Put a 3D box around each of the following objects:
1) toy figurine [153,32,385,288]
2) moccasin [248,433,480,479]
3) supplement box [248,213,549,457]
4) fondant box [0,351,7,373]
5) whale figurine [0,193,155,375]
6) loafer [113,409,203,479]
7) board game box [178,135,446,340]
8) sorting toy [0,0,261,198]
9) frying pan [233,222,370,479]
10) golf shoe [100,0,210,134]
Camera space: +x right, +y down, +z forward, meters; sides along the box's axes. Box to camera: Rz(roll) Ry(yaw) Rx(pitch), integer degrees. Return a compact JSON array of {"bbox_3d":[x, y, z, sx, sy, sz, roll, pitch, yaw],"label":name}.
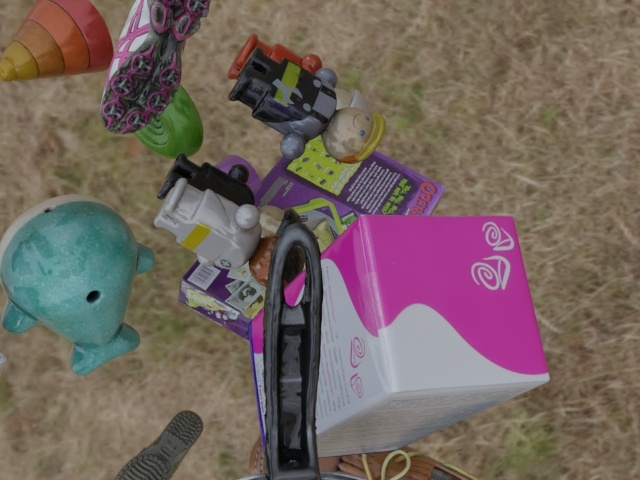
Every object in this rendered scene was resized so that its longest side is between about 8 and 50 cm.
[{"bbox_3d":[-0.043,-0.068,0.938,0.213,0.148,0.209,-58,13,8],"label":"toy figurine"},{"bbox_3d":[0.096,0.316,1.238,0.139,0.380,0.147,-65,8,-13],"label":"moccasin"},{"bbox_3d":[0.040,0.073,0.693,0.220,0.114,0.111,134,131,-60],"label":"supplement box"},{"bbox_3d":[-0.548,0.261,1.247,0.096,0.330,0.238,41,141,1],"label":"fondant box"},{"bbox_3d":[-0.303,0.075,1.332,0.141,0.216,0.272,41,150,46],"label":"whale figurine"},{"bbox_3d":[-0.202,0.279,1.291,0.056,0.148,0.050,43,164,10],"label":"loafer"},{"bbox_3d":[0.000,0.000,1.284,0.208,0.347,0.056,26,138,11],"label":"board game box"},{"bbox_3d":[-0.238,-0.139,1.186,0.365,0.126,0.127,43,146,7],"label":"sorting toy"},{"bbox_3d":[0.006,0.163,0.567,0.326,0.197,0.053,-63,22,23],"label":"frying pan"},{"bbox_3d":[-0.174,-0.196,1.057,0.186,0.067,0.086,-61,32,10],"label":"golf shoe"}]
